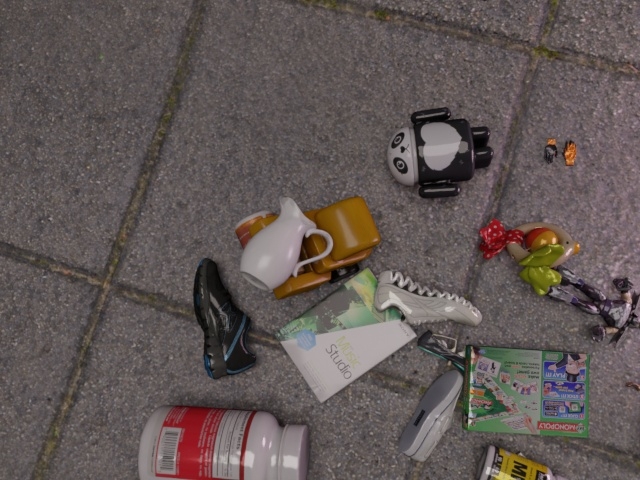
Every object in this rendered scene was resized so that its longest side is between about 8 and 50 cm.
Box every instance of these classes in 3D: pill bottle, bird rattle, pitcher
[{"bbox_3d":[0.500,0.601,1.517,0.209,0.119,0.119,18,85,12],"label":"pill bottle"},{"bbox_3d":[-0.146,0.034,1.709,0.121,0.121,0.216,-26,79,4],"label":"pill bottle"},{"bbox_3d":[0.546,0.021,1.596,0.207,0.253,0.143,-21,121,-16],"label":"bird rattle"},{"bbox_3d":[-0.242,0.557,1.596,0.408,0.229,0.228,2,82,8],"label":"pill bottle"},{"bbox_3d":[-0.080,0.028,1.458,0.178,0.125,0.207,35,70,-7],"label":"pitcher"}]

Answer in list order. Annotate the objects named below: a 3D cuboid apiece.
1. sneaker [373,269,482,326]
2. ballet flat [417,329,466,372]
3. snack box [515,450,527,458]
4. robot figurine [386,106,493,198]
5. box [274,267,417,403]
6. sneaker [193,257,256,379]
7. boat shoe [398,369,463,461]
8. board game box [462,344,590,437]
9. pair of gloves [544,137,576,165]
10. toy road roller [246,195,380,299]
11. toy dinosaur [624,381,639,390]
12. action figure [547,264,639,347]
[{"bbox_3d":[0.278,0.180,1.616,0.292,0.110,0.118,19,70,3],"label":"sneaker"},{"bbox_3d":[0.358,0.302,1.627,0.203,0.074,0.074,29,87,13],"label":"ballet flat"},{"bbox_3d":[0.555,0.634,1.575,0.064,0.022,0.178,-42,78,1],"label":"snack box"},{"bbox_3d":[0.318,-0.237,1.651,0.279,0.173,0.209,-6,38,7],"label":"robot figurine"},{"bbox_3d":[0.069,0.259,1.679,0.322,0.058,0.232,-36,79,0],"label":"box"},{"bbox_3d":[-0.275,0.213,1.724,0.140,0.125,0.340,-7,77,-21],"label":"sneaker"},{"bbox_3d":[0.307,0.463,1.611,0.084,0.095,0.258,35,91,-17],"label":"boat shoe"},{"bbox_3d":[0.527,0.385,1.566,0.318,0.046,0.213,5,84,-5],"label":"board game box"},{"bbox_3d":[0.662,-0.244,1.687,0.083,0.010,0.074,7,83,10],"label":"pair of gloves"},{"bbox_3d":[0.000,0.000,1.588,0.241,0.330,0.202,-36,74,48],"label":"toy road roller"},{"bbox_3d":[0.904,0.418,1.511,0.296,0.127,0.200,-23,87,-8],"label":"toy dinosaur"},{"bbox_3d":[0.714,0.164,1.581,0.285,0.099,0.185,26,78,7],"label":"action figure"}]
